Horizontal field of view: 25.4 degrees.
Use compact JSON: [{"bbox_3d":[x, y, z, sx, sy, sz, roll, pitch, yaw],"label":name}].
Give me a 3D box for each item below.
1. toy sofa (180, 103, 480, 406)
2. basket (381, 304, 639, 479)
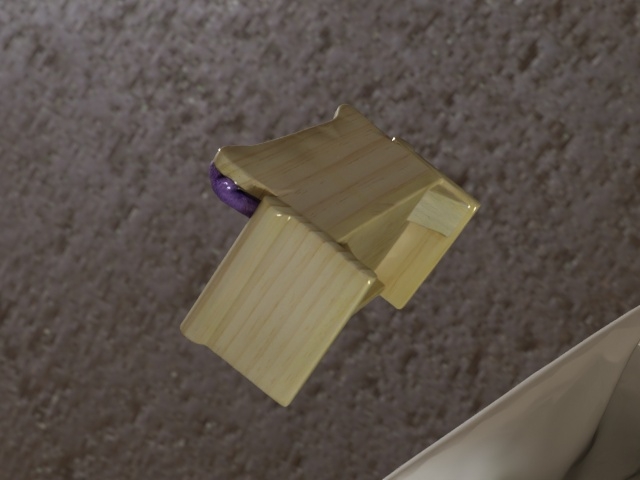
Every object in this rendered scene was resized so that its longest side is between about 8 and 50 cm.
[{"bbox_3d":[0.000,0.000,1.332,0.177,0.362,0.150,38,113,9],"label":"toy sofa"},{"bbox_3d":[0.098,0.120,0.517,0.167,0.103,0.113,-30,58,-23],"label":"basket"}]
